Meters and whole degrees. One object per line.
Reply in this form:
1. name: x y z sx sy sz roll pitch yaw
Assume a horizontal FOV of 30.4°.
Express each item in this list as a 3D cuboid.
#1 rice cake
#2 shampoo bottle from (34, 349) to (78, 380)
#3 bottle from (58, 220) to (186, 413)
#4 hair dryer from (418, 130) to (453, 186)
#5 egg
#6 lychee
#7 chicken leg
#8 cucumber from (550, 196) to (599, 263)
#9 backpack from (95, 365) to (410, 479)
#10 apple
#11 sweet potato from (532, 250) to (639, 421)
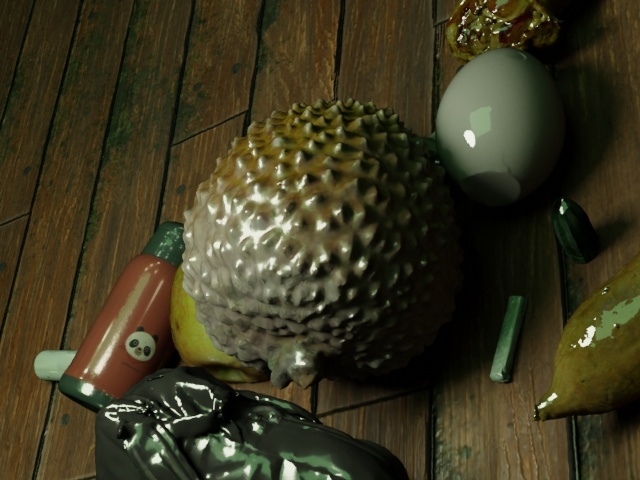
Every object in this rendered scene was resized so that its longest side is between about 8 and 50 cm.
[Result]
1. rice cake: 0.242 0.126 1.516 0.022 0.021 0.121 -9 53 45
2. shampoo bottle: -0.418 0.217 2.038 0.195 0.056 0.056 -5 58 42
3. bottle: -0.284 0.128 1.920 0.144 0.144 0.336 11 67 47
4. hair dryer: 0.150 -0.157 1.785 0.219 0.088 0.225 -5 45 45
5. egg: 0.245 -0.161 1.607 0.176 0.176 0.232 -18 44 33
6. lychee: 0.000 0.000 1.563 0.380 0.380 0.432 -15 52 35
7. chicken leg: 0.333 -0.363 1.704 0.361 0.140 0.211 -28 37 30
8. cucumber: 0.319 -0.016 1.491 0.048 0.105 0.048 -17 49 20
9. backpack: -0.080 0.346 1.430 0.445 0.255 0.363 7 107 27
10. apple: -0.145 0.110 1.786 0.207 0.173 0.188 -31 39 46
11. sweet potato: 0.385 0.080 1.329 0.370 0.158 0.158 -45 40 18
